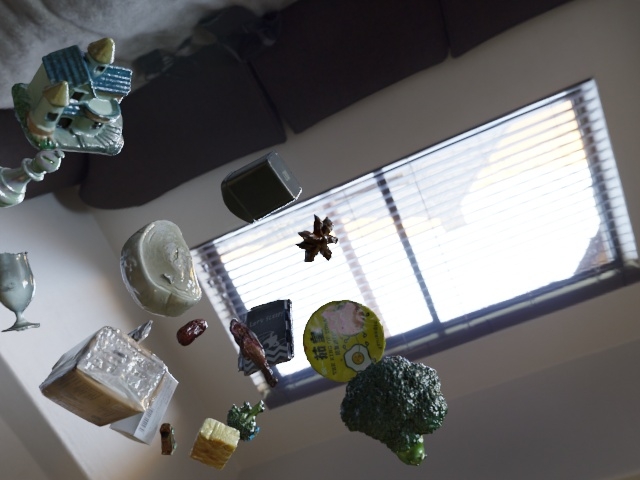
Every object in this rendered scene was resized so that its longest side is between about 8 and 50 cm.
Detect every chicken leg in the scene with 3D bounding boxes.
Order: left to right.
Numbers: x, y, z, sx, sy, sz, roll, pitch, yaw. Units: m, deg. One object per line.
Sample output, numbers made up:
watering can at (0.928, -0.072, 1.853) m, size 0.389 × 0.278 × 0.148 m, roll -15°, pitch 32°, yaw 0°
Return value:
chicken leg at (-0.173, 0.276, 1.094) m, size 0.053 × 0.093 × 0.205 m, roll -27°, pitch -131°, yaw -15°

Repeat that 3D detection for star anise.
star anise at (-0.004, 0.003, 1.668) m, size 0.111 × 0.196 × 0.212 m, roll 26°, pitch -147°, yaw 27°

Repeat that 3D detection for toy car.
toy car at (-0.607, 0.785, 1.723) m, size 0.059 × 0.122 × 0.035 m, roll -4°, pitch -173°, yaw 14°

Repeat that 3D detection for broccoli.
broccoli at (-0.284, 0.692, 1.691) m, size 0.160 × 0.155 × 0.167 m, roll -33°, pitch 157°, yaw -13°
broccoli at (0.200, 0.466, 1.196) m, size 0.297 × 0.298 × 0.298 m, roll -11°, pitch -161°, yaw 4°

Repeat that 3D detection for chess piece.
chess piece at (-0.953, -0.223, 1.418) m, size 0.271 × 0.139 × 0.139 m, roll -26°, pitch -167°, yaw 8°

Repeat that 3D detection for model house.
model house at (-0.625, -0.401, 1.176) m, size 0.324 × 0.194 × 0.267 m, roll -32°, pitch 167°, yaw 34°

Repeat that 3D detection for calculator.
calculator at (-0.158, 0.270, 1.277) m, size 0.165 × 0.028 × 0.274 m, roll -18°, pitch -150°, yaw 5°

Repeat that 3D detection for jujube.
jujube at (-0.510, 0.361, 1.727) m, size 0.129 × 0.077 × 0.077 m, roll -35°, pitch -164°, yaw -29°

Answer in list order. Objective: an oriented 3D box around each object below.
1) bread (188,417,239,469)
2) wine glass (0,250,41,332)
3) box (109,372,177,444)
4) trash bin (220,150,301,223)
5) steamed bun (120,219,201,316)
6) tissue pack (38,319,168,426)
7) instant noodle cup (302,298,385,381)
bread at (-0.339, 0.653, 1.387) m, size 0.068 × 0.125 × 0.188 m, roll -70°, pitch -173°, yaw -53°
wine glass at (-0.849, 0.141, 1.212) m, size 0.103 × 0.222 × 0.103 m, roll -11°, pitch 179°, yaw 0°
box at (-0.680, 0.637, 1.699) m, size 0.110 × 0.195 × 0.261 m, roll 11°, pitch -125°, yaw 7°
trash bin at (-0.200, -0.163, 1.394) m, size 0.236 × 0.177 × 0.101 m, roll -23°, pitch -157°, yaw 31°
steamed bun at (-0.652, 0.121, 1.712) m, size 0.236 × 0.384 × 0.247 m, roll -12°, pitch 165°, yaw -48°
tissue pack at (-0.562, 0.341, 1.173) m, size 0.305 × 0.239 × 0.238 m, roll -30°, pitch -172°, yaw 39°
instant noodle cup at (0.094, 0.385, 1.796) m, size 0.325 × 0.326 × 0.254 m, roll -25°, pitch 179°, yaw 3°
